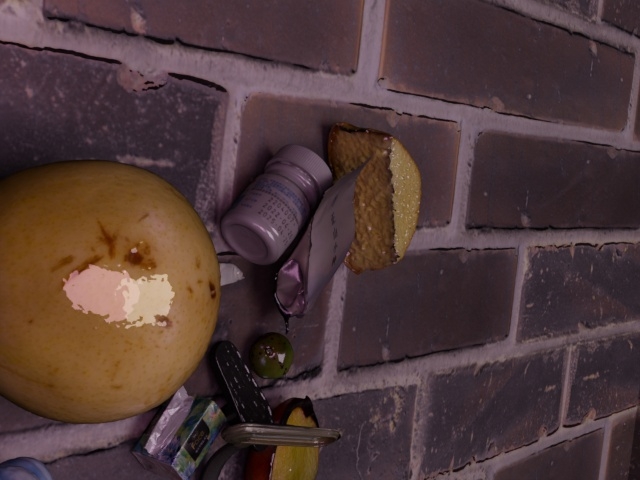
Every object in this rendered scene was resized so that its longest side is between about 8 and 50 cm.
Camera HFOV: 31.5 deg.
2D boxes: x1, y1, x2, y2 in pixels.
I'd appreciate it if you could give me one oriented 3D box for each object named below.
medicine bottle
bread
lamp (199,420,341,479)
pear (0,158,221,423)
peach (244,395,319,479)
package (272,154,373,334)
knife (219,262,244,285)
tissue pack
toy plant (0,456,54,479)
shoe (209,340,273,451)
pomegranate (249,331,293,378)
[{"bbox_3d":[-0.064,-0.053,1.677,0.168,0.105,0.105,-53,136,-34],"label":"medicine bottle"},{"bbox_3d":[0.093,-0.081,1.877,0.134,0.129,0.260,-38,128,-54],"label":"bread"},{"bbox_3d":[-0.089,0.384,1.673,0.203,0.124,0.283,8,99,-28],"label":"lamp"},{"bbox_3d":[-0.265,0.057,1.262,0.309,0.309,0.309,-17,112,-52],"label":"pear"},{"bbox_3d":[-0.065,0.382,1.811,0.189,0.068,0.279,8,90,-62],"label":"peach"},{"bbox_3d":[0.000,0.000,1.756,0.204,0.062,0.251,-47,157,-60],"label":"package"},{"bbox_3d":[-0.197,0.056,1.590,0.298,0.017,0.047,-7,105,-58],"label":"knife"},{"bbox_3d":[-0.200,0.264,1.575,0.111,0.085,0.079,-56,137,-29],"label":"tissue pack"},{"bbox_3d":[-0.406,0.343,1.205,0.332,0.247,0.247,-38,128,-53],"label":"toy plant"},{"bbox_3d":[-0.128,0.234,1.709,0.071,0.049,0.179,-40,110,-50],"label":"shoe"},{"bbox_3d":[-0.075,0.175,1.754,0.084,0.073,0.073,-91,-179,-77],"label":"pomegranate"}]
